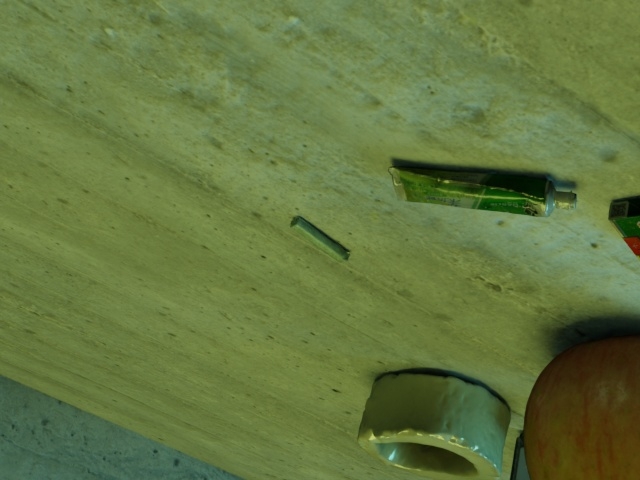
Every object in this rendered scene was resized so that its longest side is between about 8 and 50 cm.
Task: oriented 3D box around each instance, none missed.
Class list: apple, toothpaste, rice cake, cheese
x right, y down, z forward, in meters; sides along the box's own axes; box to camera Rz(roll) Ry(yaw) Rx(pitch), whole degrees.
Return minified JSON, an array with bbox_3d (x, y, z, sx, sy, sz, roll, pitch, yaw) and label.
[{"bbox_3d":[0.505,0.338,1.390,0.363,0.364,0.364,14,152,8],"label":"apple"},{"bbox_3d":[0.212,-0.063,1.136,0.247,0.047,0.078,8,149,22],"label":"toothpaste"},{"bbox_3d":[0.000,0.000,1.399,0.121,0.022,0.022,36,152,-28],"label":"rice cake"},{"bbox_3d":[0.236,0.407,1.861,0.332,0.153,0.292,-8,143,38],"label":"cheese"}]

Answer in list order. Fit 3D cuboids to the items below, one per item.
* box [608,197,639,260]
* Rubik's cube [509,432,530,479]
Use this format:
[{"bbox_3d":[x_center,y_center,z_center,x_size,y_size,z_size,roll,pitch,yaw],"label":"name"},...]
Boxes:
[{"bbox_3d":[0.495,-0.018,1.059,0.235,0.034,0.132,-9,143,41],"label":"box"},{"bbox_3d":[0.554,0.606,1.929,0.260,0.255,0.259,7,149,17],"label":"Rubik's cube"}]
